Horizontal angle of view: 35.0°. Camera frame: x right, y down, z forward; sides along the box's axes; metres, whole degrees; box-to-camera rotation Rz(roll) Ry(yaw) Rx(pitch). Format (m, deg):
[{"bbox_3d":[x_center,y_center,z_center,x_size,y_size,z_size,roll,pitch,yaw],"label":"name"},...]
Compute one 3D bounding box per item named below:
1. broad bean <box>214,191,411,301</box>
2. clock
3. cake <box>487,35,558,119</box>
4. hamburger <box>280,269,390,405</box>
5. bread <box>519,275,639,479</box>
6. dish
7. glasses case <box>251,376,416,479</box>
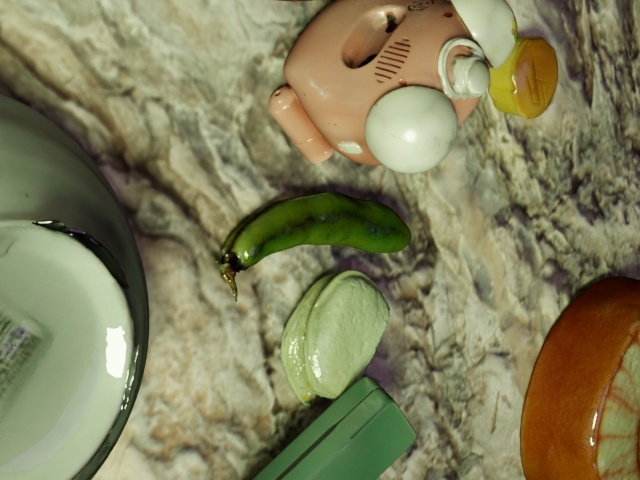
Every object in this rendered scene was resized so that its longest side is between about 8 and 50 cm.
[{"bbox_3d":[-0.001,-0.005,0.839,0.227,0.039,0.069,-14,97,-44],"label":"broad bean"},{"bbox_3d":[0.057,-0.131,0.781,0.166,0.162,0.092,-56,132,-22],"label":"clock"},{"bbox_3d":[0.206,-0.165,1.023,0.084,0.044,0.084,-16,112,-43],"label":"cake"},{"bbox_3d":[0.010,0.074,0.865,0.121,0.054,0.084,-54,129,-27],"label":"hamburger"},{"bbox_3d":[0.378,0.195,1.249,0.328,0.114,0.295,-20,113,-43],"label":"bread"},{"bbox_3d":[-0.202,0.067,0.588,0.316,0.106,0.316,-15,111,-44],"label":"dish"},{"bbox_3d":[-0.006,0.199,0.839,0.184,0.039,0.077,-42,139,-9],"label":"glasses case"}]
